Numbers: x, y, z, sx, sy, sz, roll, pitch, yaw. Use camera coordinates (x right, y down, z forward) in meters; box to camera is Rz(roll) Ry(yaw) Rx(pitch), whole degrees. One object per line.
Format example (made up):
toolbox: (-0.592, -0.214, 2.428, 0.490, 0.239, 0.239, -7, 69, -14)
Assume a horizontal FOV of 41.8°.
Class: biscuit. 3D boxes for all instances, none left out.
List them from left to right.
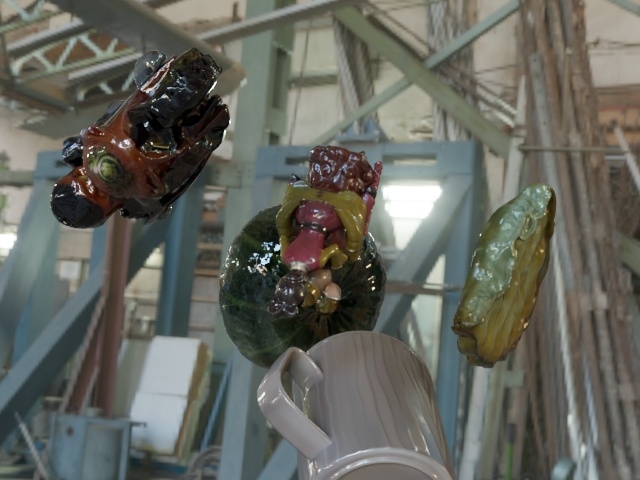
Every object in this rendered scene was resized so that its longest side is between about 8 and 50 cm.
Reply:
biscuit: (0.312, 0.072, 1.445, 0.078, 0.329, 0.335, 16, 22, 31)

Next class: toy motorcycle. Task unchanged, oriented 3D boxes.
toy motorcycle: (-0.197, -0.091, 0.916, 0.134, 0.207, 0.401, 42, -7, -11)

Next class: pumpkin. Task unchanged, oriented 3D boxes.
pumpkin: (-0.033, 0.074, 1.416, 0.300, 0.300, 0.207, 8, 15, -29)

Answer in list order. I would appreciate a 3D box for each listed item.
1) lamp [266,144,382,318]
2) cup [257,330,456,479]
lamp: (0.000, 0.000, 1.066, 0.118, 0.253, 0.118, 13, -23, 6)
cup: (0.058, 0.253, 1.140, 0.208, 0.288, 0.273, -19, 25, 7)
